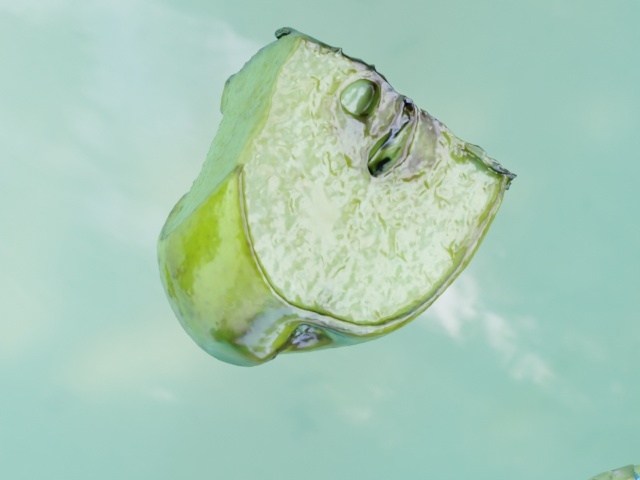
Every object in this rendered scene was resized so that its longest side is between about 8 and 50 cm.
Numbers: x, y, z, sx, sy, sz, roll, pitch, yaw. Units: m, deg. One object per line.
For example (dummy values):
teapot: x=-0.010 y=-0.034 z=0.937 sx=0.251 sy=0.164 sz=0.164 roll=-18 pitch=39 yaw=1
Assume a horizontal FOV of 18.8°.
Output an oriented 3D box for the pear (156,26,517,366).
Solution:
pear: x=0.000 y=0.000 z=1.545 sx=0.238 sy=0.164 sz=0.255 roll=32 pitch=63 yaw=-21

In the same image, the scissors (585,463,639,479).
scissors: x=0.018 y=0.125 z=0.437 sx=0.187 sy=0.020 sz=0.133 roll=-38 pitch=144 yaw=2
